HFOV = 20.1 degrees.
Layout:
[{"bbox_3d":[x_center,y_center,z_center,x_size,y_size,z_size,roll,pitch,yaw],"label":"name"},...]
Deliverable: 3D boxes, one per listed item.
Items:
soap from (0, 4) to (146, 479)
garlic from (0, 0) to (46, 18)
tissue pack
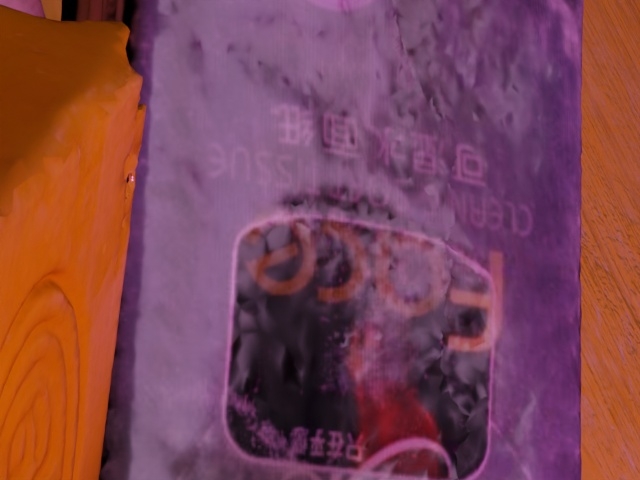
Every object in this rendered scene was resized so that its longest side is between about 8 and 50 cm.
[{"bbox_3d":[-0.143,0.089,0.601,0.096,0.325,0.204,16,32,9],"label":"soap"},{"bbox_3d":[-0.241,-0.067,0.754,0.245,0.245,0.253,40,0,-26],"label":"garlic"},{"bbox_3d":[0.000,0.000,0.846,0.259,0.122,0.361,11,73,-28],"label":"tissue pack"}]
